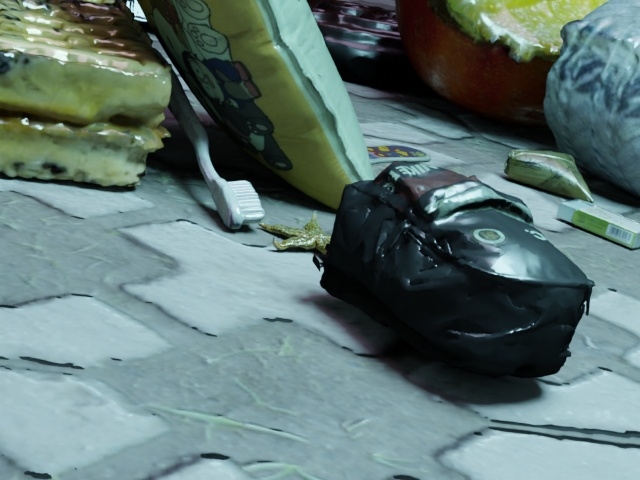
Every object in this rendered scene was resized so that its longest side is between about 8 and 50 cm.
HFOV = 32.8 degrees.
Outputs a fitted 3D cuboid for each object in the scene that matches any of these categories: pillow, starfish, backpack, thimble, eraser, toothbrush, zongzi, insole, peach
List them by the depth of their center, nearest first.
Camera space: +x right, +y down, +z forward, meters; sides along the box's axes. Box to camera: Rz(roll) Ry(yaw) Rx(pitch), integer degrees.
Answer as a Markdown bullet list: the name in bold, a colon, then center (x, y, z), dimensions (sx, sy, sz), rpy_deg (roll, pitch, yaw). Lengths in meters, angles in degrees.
- **backpack**: center (0.087, 0.015, 0.664), dimensions (0.120, 0.106, 0.165), rpy_deg (3, 18, -37)
- **starfish**: center (0.000, 0.000, 0.805), dimensions (0.092, 0.016, 0.086), rpy_deg (2, 23, -38)
- **toothbrush**: center (-0.104, -0.096, 0.913), dimensions (0.029, 0.025, 0.307), rpy_deg (-6, 35, -20)
- **pillow**: center (-0.075, -0.183, 0.941), dimensions (0.119, 0.310, 0.312), rpy_deg (-36, 34, -5)
- **eraser**: center (0.267, -0.016, 1.025), dimensions (0.083, 0.019, 0.038), rpy_deg (26, 24, 38)
- **insole**: center (0.041, -0.089, 1.119), dimensions (0.197, 0.004, 0.065), rpy_deg (-4, 24, -41)
- **zongzi**: center (0.236, -0.062, 1.135), dimensions (0.076, 0.040, 0.083), rpy_deg (2, 37, -11)
- **thimble**: center (0.374, -0.155, 1.192), dimensions (0.245, 0.217, 0.157), rpy_deg (17, 12, -41)
- **peach**: center (0.284, -0.303, 1.408), dimensions (0.416, 0.353, 0.339), rpy_deg (8, 47, -56)

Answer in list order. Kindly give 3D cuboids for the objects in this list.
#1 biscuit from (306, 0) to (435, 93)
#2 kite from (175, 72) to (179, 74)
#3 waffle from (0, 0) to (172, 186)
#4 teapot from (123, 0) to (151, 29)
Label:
- **biscuit**: center (0.064, -0.318, 1.696), dimensions (0.407, 0.091, 0.407), rpy_deg (11, 19, -4)
- **kite**: center (-0.235, -0.214, 1.310), dimensions (0.152, 0.005, 0.137), rpy_deg (8, 19, -17)
- **waffle**: center (-0.275, -0.162, 0.945), dimensions (0.260, 0.114, 0.376), rpy_deg (7, 18, -17)
- **teapot**: center (-0.232, -0.346, 1.602), dimensions (0.177, 0.087, 0.096), rpy_deg (6, -4, -19)
